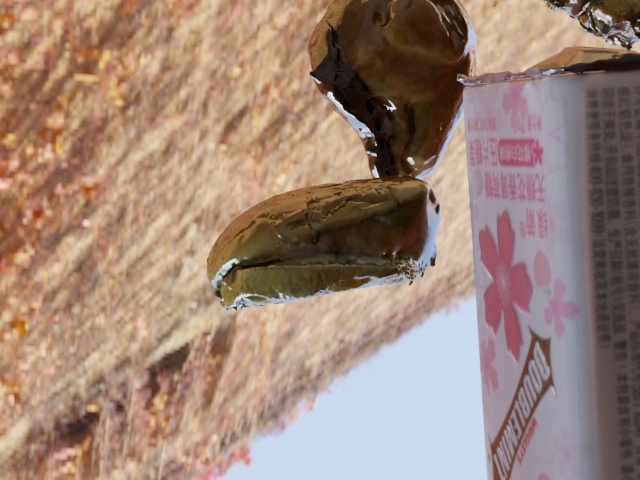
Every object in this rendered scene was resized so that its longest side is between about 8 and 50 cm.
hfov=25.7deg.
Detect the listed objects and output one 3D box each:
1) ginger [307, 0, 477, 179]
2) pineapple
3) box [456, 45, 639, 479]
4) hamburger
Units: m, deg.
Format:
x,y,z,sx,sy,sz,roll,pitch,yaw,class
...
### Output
x,y,z,sx,sy,sz,roll,pitch,yaw,class
0.110,-0.221,1.827,0.223,0.269,0.200,-34,-156,7,ginger
0.390,-0.301,1.778,0.334,0.158,0.161,6,-106,-7,pineapple
0.172,0.058,0.935,0.112,0.190,0.370,-7,-86,-15,box
0.002,0.000,1.579,0.265,0.285,0.134,-6,-94,-13,hamburger
